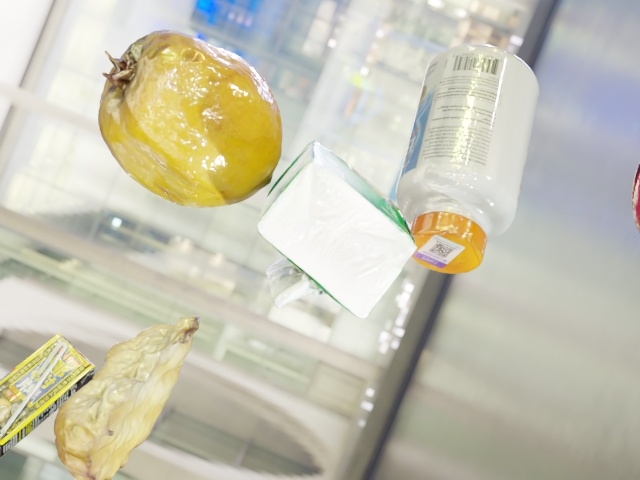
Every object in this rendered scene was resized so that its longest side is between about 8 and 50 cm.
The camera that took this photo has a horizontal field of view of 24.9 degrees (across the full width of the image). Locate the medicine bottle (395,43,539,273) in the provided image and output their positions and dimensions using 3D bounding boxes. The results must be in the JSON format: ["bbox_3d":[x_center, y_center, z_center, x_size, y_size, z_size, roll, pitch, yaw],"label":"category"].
[{"bbox_3d":[0.186,-0.101,1.870,0.157,0.157,0.288,109,178,-59],"label":"medicine bottle"}]

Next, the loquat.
[{"bbox_3d":[-0.143,-0.135,1.584,0.187,0.234,0.176,-31,28,42],"label":"loquat"}]

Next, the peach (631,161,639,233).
[{"bbox_3d":[0.560,-0.056,2.235,0.267,0.154,0.158,108,155,-48],"label":"peach"}]

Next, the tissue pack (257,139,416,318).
[{"bbox_3d":[0.001,0.001,1.553,0.156,0.148,0.209,-52,7,7],"label":"tissue pack"}]

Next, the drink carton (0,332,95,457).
[{"bbox_3d":[-0.378,0.199,1.885,0.166,0.071,0.056,-42,-13,-29],"label":"drink carton"}]

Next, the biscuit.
[{"bbox_3d":[-0.168,0.132,1.184,0.183,0.061,0.118,-52,-14,-54],"label":"biscuit"}]
